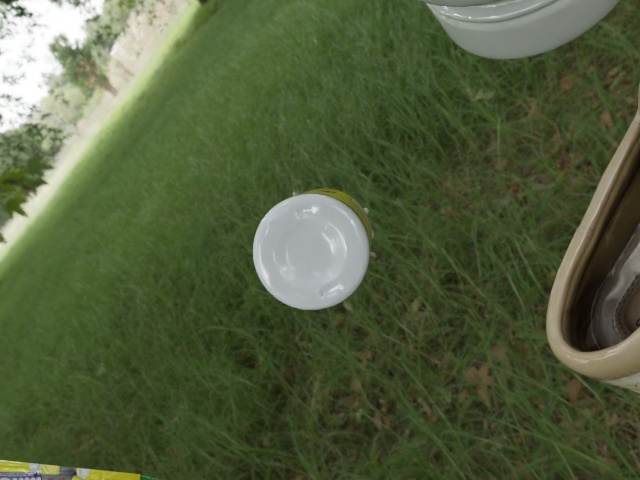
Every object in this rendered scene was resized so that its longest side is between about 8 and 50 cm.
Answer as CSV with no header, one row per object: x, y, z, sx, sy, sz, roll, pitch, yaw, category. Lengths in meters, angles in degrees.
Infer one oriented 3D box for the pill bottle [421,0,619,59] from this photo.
0.086,-0.284,0.358,0.204,0.361,0.204,-13,64,30,pill bottle

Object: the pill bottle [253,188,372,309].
0.000,0.000,0.668,0.119,0.119,0.208,-46,1,9,pill bottle

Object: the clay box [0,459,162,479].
-0.268,0.273,0.544,0.128,0.221,0.053,-63,24,23,clay box

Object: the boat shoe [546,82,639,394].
0.232,-0.071,0.293,0.121,0.110,0.341,33,101,54,boat shoe

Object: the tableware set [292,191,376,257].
0.042,-0.040,1.138,0.039,0.194,0.128,-43,53,29,tableware set
